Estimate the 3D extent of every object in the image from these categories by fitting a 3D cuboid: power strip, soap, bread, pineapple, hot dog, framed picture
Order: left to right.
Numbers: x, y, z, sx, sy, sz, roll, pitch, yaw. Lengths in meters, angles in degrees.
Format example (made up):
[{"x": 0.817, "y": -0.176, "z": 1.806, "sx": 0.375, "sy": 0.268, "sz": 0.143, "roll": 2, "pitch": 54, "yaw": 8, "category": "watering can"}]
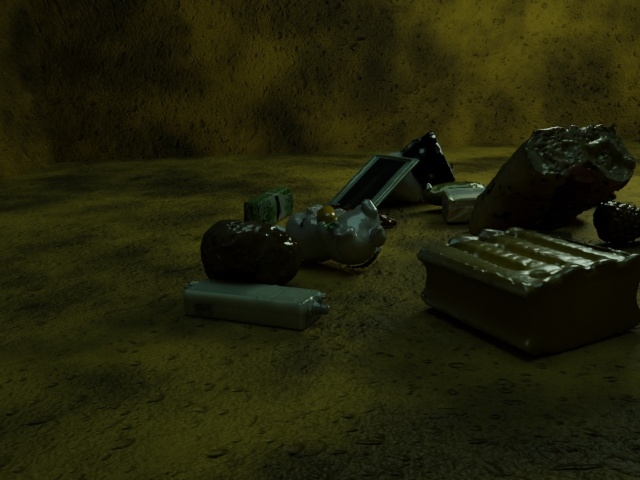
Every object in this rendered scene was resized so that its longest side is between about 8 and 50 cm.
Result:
[{"x": -0.158, "y": 0.043, "z": 1.528, "sx": 0.230, "sy": 0.123, "sz": 0.230, "roll": 7, "pitch": -21, "yaw": 3, "category": "bread"}, {"x": -0.132, "y": 0.128, "z": 1.421, "sx": 0.338, "sy": 0.058, "sz": 0.098, "roll": 4, "pitch": 16, "yaw": 25, "category": "power strip"}, {"x": 0.165, "y": -0.186, "z": 2.312, "sx": 0.293, "sy": 0.018, "sz": 0.231, "roll": -48, "pitch": 33, "yaw": -17, "category": "framed picture"}, {"x": 0.395, "y": 0.079, "z": 1.326, "sx": 0.294, "sy": 0.156, "sz": 0.335, "roll": -14, "pitch": 18, "yaw": -26, "category": "soap"}, {"x": 0.569, "y": -0.120, "z": 1.800, "sx": 0.367, "sy": 0.196, "sz": 0.365, "roll": -7, "pitch": -22, "yaw": -27, "category": "hot dog"}, {"x": 0.846, "y": -0.046, "z": 1.813, "sx": 0.251, "sy": 0.125, "sz": 0.125, "roll": 2, "pitch": 14, "yaw": -5, "category": "pineapple"}]

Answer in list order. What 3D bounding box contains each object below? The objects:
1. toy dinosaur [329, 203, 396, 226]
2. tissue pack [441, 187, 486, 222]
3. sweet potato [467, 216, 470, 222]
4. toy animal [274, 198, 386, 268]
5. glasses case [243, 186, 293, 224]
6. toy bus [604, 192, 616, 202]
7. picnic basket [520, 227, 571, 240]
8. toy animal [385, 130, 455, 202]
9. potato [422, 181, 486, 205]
[{"x": 0.026, "y": -0.054, "z": 2.009, "sx": 0.432, "sy": 0.097, "sz": 0.208, "roll": -2, "pitch": 1, "yaw": -9, "category": "toy dinosaur"}, {"x": 0.478, "y": -0.110, "z": 2.144, "sx": 0.196, "sy": 0.092, "sz": 0.148, "roll": 0, "pitch": 15, "yaw": 3, "category": "tissue pack"}, {"x": 0.527, "y": -0.059, "z": 2.015, "sx": 0.202, "sy": 0.055, "sz": 0.058, "roll": -1, "pitch": 36, "yaw": 5, "category": "sweet potato"}, {"x": 0.004, "y": -0.005, "z": 1.736, "sx": 0.325, "sy": 0.154, "sz": 0.208, "roll": -20, "pitch": 32, "yaw": 15, "category": "toy animal"}, {"x": -0.162, "y": -0.102, "z": 2.221, "sx": 0.062, "sy": 0.095, "sz": 0.272, "roll": 7, "pitch": 18, "yaw": 17, "category": "glasses case"}, {"x": 0.866, "y": -0.161, "z": 2.269, "sx": 0.195, "sy": 0.088, "sz": 0.083, "roll": -6, "pitch": 14, "yaw": -12, "category": "toy bus"}, {"x": 0.509, "y": 0.023, "z": 1.654, "sx": 0.164, "sy": 0.079, "sz": 0.115, "roll": 8, "pitch": 19, "yaw": 36, "category": "picnic basket"}, {"x": 0.329, "y": -0.237, "z": 2.439, "sx": 0.267, "sy": 0.212, "sz": 0.212, "roll": -31, "pitch": 7, "yaw": 17, "category": "toy animal"}, {"x": 0.445, "y": -0.147, "z": 2.267, "sx": 0.226, "sy": 0.090, "sz": 0.117, "roll": 2, "pitch": -23, "yaw": -2, "category": "potato"}]
